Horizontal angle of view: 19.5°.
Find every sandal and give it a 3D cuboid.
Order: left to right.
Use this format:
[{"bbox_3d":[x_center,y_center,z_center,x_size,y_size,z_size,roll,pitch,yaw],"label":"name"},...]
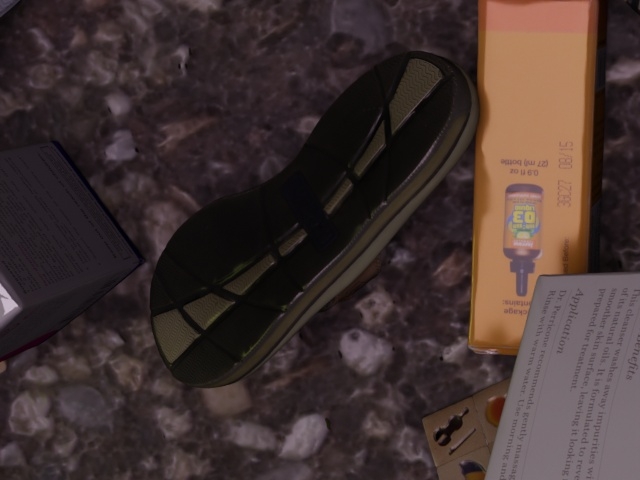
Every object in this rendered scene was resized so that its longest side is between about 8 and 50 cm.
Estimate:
[{"bbox_3d":[0.001,0.000,1.223,0.303,0.086,0.120,-39,56,25],"label":"sandal"}]

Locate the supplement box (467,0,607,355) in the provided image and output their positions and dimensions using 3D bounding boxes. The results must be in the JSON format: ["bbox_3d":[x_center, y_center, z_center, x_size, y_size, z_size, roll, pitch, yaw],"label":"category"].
[{"bbox_3d":[0.141,-0.044,1.198,0.078,0.080,0.233,4,97,14],"label":"supplement box"}]

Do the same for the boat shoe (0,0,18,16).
[{"bbox_3d":[-0.203,-0.287,1.247,0.094,0.109,0.302,43,111,43],"label":"boat shoe"}]

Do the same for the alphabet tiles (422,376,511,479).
[{"bbox_3d":[0.147,0.193,1.193,0.198,0.009,0.237,-26,54,16],"label":"alphabet tiles"}]

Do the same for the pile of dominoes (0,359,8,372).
[{"bbox_3d":[-0.368,0.086,1.291,0.251,0.040,0.196,35,120,-21],"label":"pile of dominoes"}]

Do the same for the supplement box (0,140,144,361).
[{"bbox_3d":[-0.222,0.017,1.219,0.111,0.220,0.114,-37,88,15],"label":"supplement box"}]

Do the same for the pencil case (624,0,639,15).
[{"bbox_3d":[0.239,-0.183,1.103,0.410,0.183,0.160,44,86,8],"label":"pencil case"}]

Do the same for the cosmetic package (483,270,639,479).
[{"bbox_3d":[0.280,0.134,0.990,0.385,0.156,0.217,0,64,45],"label":"cosmetic package"}]
